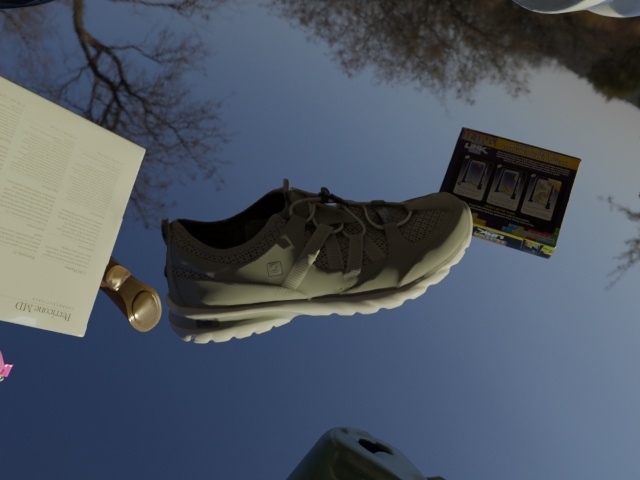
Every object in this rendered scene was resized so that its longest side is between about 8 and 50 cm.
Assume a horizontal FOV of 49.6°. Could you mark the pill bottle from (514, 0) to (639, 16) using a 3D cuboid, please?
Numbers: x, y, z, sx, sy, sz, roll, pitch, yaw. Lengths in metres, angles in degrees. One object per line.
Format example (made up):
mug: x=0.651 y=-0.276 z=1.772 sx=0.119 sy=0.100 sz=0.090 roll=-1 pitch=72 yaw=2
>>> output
pill bottle: x=0.374 y=-0.357 z=0.721 sx=0.392 sy=0.224 sz=0.224 roll=-18 pitch=-130 yaw=-27

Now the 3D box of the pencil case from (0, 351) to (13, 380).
pencil case: x=-0.497 y=0.207 z=0.918 sx=0.104 sy=0.104 sz=0.236 roll=26 pitch=-166 yaw=-12

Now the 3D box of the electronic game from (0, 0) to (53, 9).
electronic game: x=-0.262 y=-0.299 z=0.541 sx=0.229 sy=0.229 sz=0.048 roll=22 pitch=178 yaw=-20

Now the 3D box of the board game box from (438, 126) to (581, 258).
board game box: x=0.254 y=-0.068 z=0.958 sx=0.170 sy=0.141 sz=0.048 roll=19 pitch=160 yaw=14

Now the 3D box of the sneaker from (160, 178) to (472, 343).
sneaker: x=0.000 y=0.000 z=0.590 sx=0.281 sy=0.115 sz=0.105 roll=-16 pitch=-153 yaw=-11

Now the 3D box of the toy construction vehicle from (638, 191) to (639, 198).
toy construction vehicle: x=0.520 y=-0.052 z=1.031 sx=0.035 sy=0.098 sz=0.086 roll=-27 pitch=-89 yaw=-28

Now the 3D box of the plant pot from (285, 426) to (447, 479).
plant pot: x=0.014 y=0.316 z=0.396 sx=0.341 sy=0.334 sz=0.341 roll=35 pitch=176 yaw=2

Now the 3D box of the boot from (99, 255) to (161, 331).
boot: x=-0.394 y=0.081 z=1.329 sx=0.152 sy=0.197 sz=0.073 roll=24 pitch=-122 yaw=38

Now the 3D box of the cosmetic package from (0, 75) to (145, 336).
cosmetic package: x=-0.428 y=-0.056 z=0.862 sx=0.097 sy=0.284 sz=0.377 roll=7 pitch=167 yaw=38
